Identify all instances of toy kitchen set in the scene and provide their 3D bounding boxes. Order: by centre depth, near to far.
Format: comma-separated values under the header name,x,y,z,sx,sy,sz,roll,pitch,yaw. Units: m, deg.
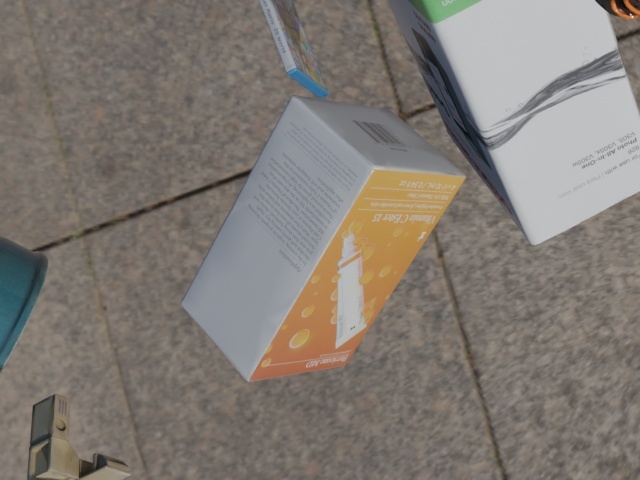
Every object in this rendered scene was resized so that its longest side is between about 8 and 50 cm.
name,x,y,z,sx,sy,sz,roll,pitch,yaw
toy kitchen set,-0.208,0.183,0.938,0.068,0.083,0.075,-27,51,29

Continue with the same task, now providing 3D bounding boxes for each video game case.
name,x,y,z,sx,sy,sz,roll,pitch,yaw
video game case,-0.041,-0.254,1.208,0.015,0.119,0.166,-24,77,15

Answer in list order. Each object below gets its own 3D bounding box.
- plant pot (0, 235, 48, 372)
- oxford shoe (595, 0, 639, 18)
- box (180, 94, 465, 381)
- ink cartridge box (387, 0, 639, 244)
name,x,y,z,sx,sy,sz,roll,pitch,yaw
plant pot,-0.452,0.068,1.020,0.255,0.272,0.272,33,110,-22
oxford shoe,0.198,-0.145,0.533,0.096,0.271,0.098,23,117,-9
box,0.000,0.000,1.405,0.168,0.215,0.345,45,117,30
ink cartridge box,0.134,-0.170,0.806,0.121,0.289,0.211,-29,36,4
